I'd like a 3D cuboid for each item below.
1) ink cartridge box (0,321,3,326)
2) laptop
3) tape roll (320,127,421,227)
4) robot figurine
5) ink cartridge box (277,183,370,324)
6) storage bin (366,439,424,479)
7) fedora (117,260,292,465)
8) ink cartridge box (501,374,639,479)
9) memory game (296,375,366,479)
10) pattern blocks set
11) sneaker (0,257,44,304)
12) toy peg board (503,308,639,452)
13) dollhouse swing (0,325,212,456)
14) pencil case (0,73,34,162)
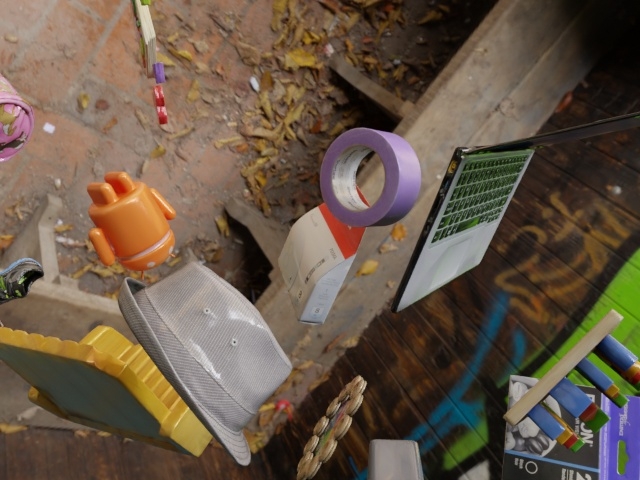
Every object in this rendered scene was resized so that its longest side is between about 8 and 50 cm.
[{"bbox_3d":[-0.727,0.122,1.036,0.078,0.134,0.231,-53,173,-31],"label":"ink cartridge box"},{"bbox_3d":[0.352,-0.050,0.807,0.382,0.236,0.408,-15,130,-53],"label":"laptop"},{"bbox_3d":[0.095,-0.120,1.036,0.080,0.189,0.189,-3,128,-49],"label":"tape roll"},{"bbox_3d":[-0.375,-0.031,1.070,0.128,0.158,0.219,-17,118,8],"label":"robot figurine"},{"bbox_3d":[0.000,0.000,1.543,0.091,0.308,0.385,11,118,-22],"label":"ink cartridge box"},{"bbox_3d":[0.090,0.292,0.597,0.098,0.091,0.135,-1,128,6],"label":"storage bin"},{"bbox_3d":[-0.129,0.131,0.682,0.124,0.275,0.244,-39,173,-9],"label":"fedora"},{"bbox_3d":[0.418,0.346,0.888,0.045,0.208,0.206,37,59,-57],"label":"ink cartridge box"},{"bbox_3d":[0.016,0.291,0.830,0.186,0.012,0.186,-55,179,-1],"label":"memory game"},{"bbox_3d":[-0.364,-0.436,1.086,0.026,0.325,0.285,-12,156,-19],"label":"pattern blocks set"},{"bbox_3d":[-0.756,0.117,1.282,0.188,0.078,0.067,-48,152,-34],"label":"sneaker"},{"bbox_3d":[0.301,0.171,0.602,0.161,0.079,0.160,-48,152,6],"label":"toy peg board"},{"bbox_3d":[-0.370,0.213,1.022,0.315,0.346,0.305,-54,141,-50],"label":"dollhouse swing"},{"bbox_3d":[-0.770,-0.325,1.086,0.167,0.386,0.160,-34,161,-48],"label":"pencil case"}]
